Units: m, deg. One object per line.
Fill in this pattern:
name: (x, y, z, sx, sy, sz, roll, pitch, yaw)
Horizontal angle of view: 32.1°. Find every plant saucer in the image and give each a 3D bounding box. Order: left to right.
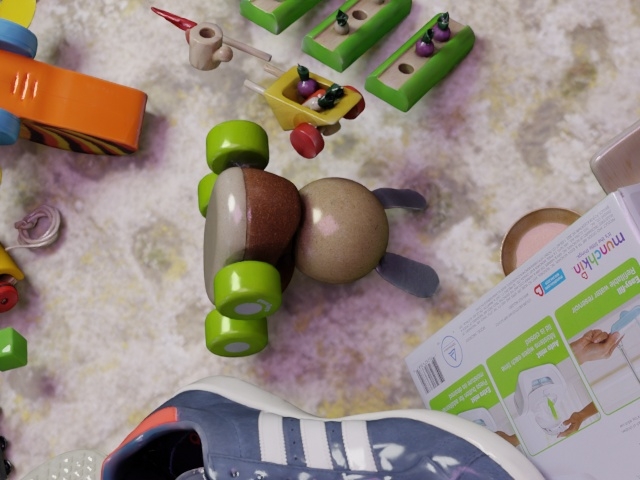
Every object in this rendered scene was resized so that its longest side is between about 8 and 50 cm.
plant saucer: (0.188, 0.014, 0.900, 0.083, 0.015, 0.084, -3, 77, 13)

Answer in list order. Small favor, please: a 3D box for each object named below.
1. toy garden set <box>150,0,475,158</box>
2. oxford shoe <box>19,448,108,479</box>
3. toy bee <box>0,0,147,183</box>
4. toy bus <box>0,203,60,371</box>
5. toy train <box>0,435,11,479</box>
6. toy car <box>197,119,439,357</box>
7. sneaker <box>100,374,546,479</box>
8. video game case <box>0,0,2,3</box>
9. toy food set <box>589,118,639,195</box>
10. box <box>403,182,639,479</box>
toy garden set: (-0.021, -0.185, 0.927, 0.244, 0.049, 0.204, 33, 55, 18)
oxford shoe: (-0.267, 0.379, 0.873, 0.169, 0.130, 0.450, 3, 62, 49)
toy bee: (-0.309, -0.144, 0.966, 0.162, 0.298, 0.195, -5, 51, 56)
toy bus: (-0.347, 0.037, 0.953, 0.190, 0.104, 0.202, -3, 60, 17)
toy train: (-0.307, 0.139, 0.983, 0.036, 0.027, 0.158, -23, 72, 18)
toy car: (0.000, 0.000, 0.907, 0.188, 0.149, 0.155, 0, 63, -12)
sneaker: (-0.011, 0.190, 0.781, 0.350, 0.148, 0.131, 3, 108, 37)
video game case: (-0.339, -0.254, 0.988, 0.227, 0.206, 0.026, -48, 59, -1)
toy food set: (0.362, -0.036, 0.779, 0.219, 0.092, 0.306, -36, 44, 2)
box: (0.205, 0.118, 0.737, 0.126, 0.262, 0.231, -13, 68, -34)
